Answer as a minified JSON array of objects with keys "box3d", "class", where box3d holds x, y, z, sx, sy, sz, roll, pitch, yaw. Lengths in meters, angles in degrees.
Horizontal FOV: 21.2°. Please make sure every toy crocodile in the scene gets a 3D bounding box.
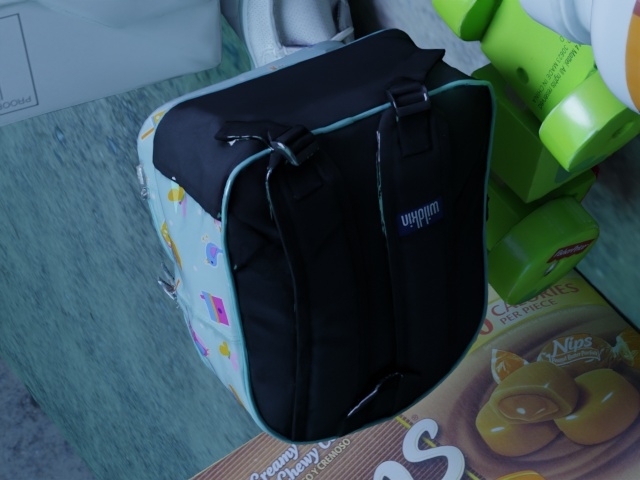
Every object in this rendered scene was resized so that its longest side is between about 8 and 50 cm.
[{"box3d":[0.119,-0.071,0.894,0.115,0.105,0.340,50,154,20],"class":"toy crocodile"}]

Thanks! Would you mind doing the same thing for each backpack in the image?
[{"box3d":[0.000,0.000,0.869,0.144,0.166,0.188,30,138,51],"class":"backpack"}]

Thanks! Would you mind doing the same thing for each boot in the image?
[{"box3d":[0.014,-0.111,1.096,0.123,0.095,0.258,36,158,28],"class":"boot"}]

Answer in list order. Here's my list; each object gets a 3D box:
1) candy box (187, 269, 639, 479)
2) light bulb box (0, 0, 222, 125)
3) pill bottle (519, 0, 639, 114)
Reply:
[{"box3d":[0.072,0.159,1.001,0.183,0.316,0.087,47,157,28],"class":"candy box"},{"box3d":[-0.282,-0.260,1.038,0.225,0.358,0.361,92,159,-57],"class":"light bulb box"},{"box3d":[0.182,-0.082,0.646,0.216,0.121,0.121,34,150,35],"class":"pill bottle"}]
